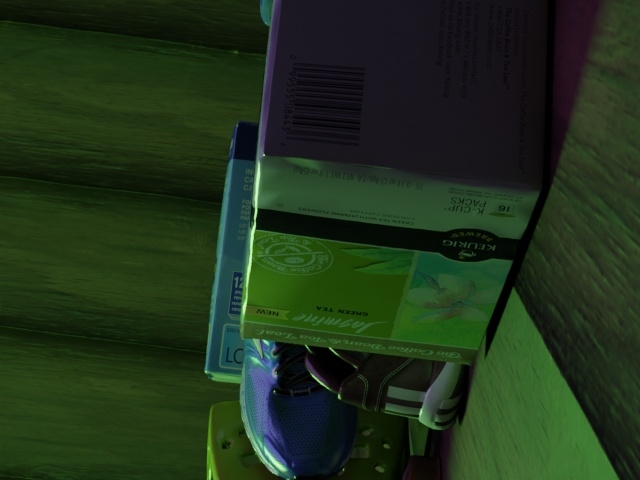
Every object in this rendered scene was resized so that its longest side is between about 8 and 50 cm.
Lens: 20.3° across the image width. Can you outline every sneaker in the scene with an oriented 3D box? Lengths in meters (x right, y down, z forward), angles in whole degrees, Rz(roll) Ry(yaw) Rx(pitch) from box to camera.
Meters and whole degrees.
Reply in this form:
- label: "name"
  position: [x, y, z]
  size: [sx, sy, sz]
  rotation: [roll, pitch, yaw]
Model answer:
- label: "sneaker"
  position: [-0.035, 0.093, 1.882]
  size: [0.147, 0.129, 0.330]
  rotation: [74, -173, -68]
- label: "sneaker"
  position: [0.061, 0.061, 1.767]
  size: [0.281, 0.162, 0.106]
  rotation: [-86, 3, -52]

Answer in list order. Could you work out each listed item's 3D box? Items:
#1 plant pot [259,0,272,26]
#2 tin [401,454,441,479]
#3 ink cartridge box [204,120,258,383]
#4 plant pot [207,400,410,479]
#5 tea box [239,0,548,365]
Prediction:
- label: "plant pot"
  position: [0.078, -0.327, 1.704]
  size: [0.236, 0.236, 0.212]
  rotation: [98, -176, -67]
- label: "tin"
  position: [0.096, 0.310, 1.814]
  size: [0.106, 0.040, 0.190]
  rotation: [109, 169, -63]
- label: "ink cartridge box"
  position: [0.000, 0.000, 2.359]
  size: [0.151, 0.270, 0.396]
  rotation: [115, 162, -80]
- label: "plant pot"
  position: [-0.017, 0.323, 1.952]
  size: [0.207, 0.228, 0.227]
  rotation: [-82, -8, -61]
- label: "tea box"
  position: [0.059, -0.114, 1.506]
  size: [0.323, 0.220, 0.329]
  rotation: [98, 178, -60]
